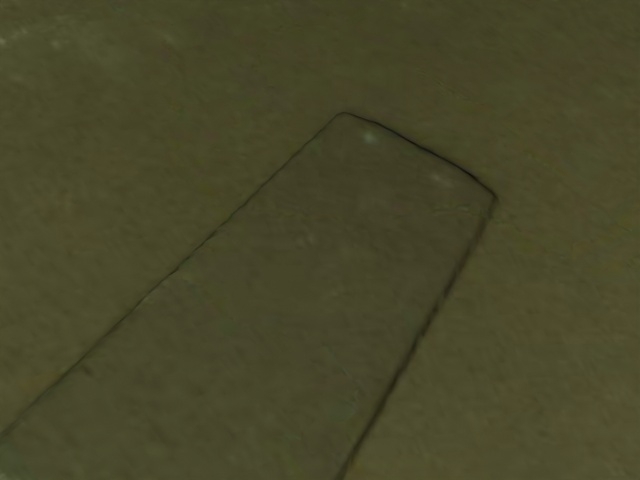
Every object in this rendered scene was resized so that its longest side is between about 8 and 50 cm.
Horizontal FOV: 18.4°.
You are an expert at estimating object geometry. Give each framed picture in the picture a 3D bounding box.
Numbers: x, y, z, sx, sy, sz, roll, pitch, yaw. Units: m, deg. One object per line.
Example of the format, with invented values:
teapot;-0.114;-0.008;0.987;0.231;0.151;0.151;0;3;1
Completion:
framed picture;0.000;0.000;0.414;0.324;0.020;0.240;-14;53;-32
